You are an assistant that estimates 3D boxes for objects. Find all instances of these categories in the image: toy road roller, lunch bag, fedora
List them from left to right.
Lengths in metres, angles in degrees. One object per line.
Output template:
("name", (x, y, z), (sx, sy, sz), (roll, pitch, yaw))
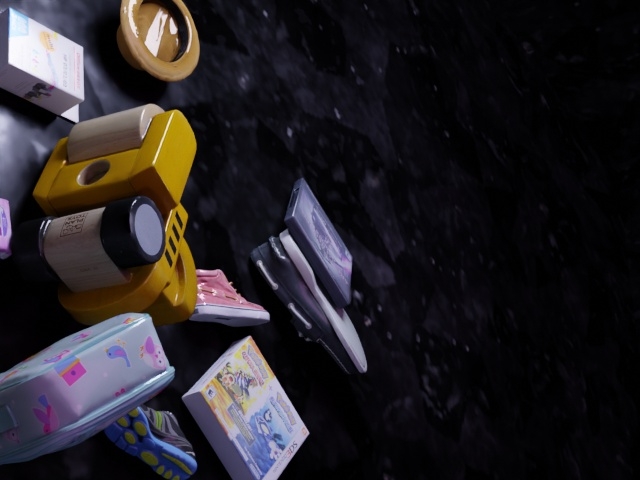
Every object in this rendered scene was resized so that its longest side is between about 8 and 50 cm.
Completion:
("lunch bag", (-0.328, 0.192, 1.342), (0.224, 0.279, 0.108), (-31, 96, -48))
("toy road roller", (-0.281, -0.014, 1.637), (0.329, 0.202, 0.240), (-81, 152, -43))
("fedora", (-0.296, -0.356, 1.945), (0.194, 0.079, 0.194), (26, 55, -45))

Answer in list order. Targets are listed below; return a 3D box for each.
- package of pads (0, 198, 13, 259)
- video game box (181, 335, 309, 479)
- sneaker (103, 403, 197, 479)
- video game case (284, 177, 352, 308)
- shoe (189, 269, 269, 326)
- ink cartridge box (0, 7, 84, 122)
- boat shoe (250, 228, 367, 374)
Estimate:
("package of pads", (-0.450, -0.019, 1.529), (0.050, 0.032, 0.083), (21, 54, -55))
("video game box", (-0.116, 0.287, 1.818), (0.205, 0.048, 0.187), (60, 29, -11))
("sneaker", (-0.252, 0.273, 1.619), (0.188, 0.067, 0.078), (47, 15, -26))
("video game case", (0.000, 0.000, 2.119), (0.196, 0.026, 0.274), (58, 11, -13))
("shoe", (-0.154, 0.096, 1.871), (0.178, 0.063, 0.081), (12, 65, -48))
("ink cartridge box", (-0.421, -0.264, 1.709), (0.181, 0.061, 0.104), (25, 50, -48))
("boat shoe", (-0.018, 0.124, 2.037), (0.302, 0.091, 0.114), (60, 10, -6))
